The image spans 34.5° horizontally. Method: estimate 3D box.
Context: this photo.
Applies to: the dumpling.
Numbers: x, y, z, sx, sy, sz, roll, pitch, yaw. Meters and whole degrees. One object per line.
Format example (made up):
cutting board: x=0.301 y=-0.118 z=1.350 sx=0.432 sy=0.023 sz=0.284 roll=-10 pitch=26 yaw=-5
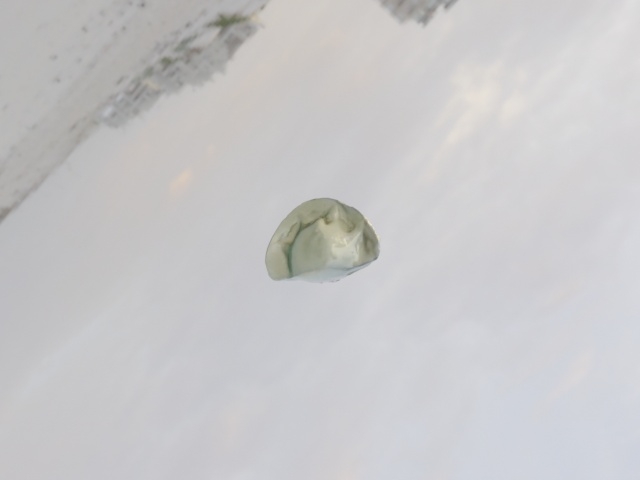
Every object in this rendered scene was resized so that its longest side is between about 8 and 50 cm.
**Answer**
dumpling: x=0.001 y=0.000 z=0.712 sx=0.077 sy=0.059 sz=0.043 roll=-18 pitch=173 yaw=38
